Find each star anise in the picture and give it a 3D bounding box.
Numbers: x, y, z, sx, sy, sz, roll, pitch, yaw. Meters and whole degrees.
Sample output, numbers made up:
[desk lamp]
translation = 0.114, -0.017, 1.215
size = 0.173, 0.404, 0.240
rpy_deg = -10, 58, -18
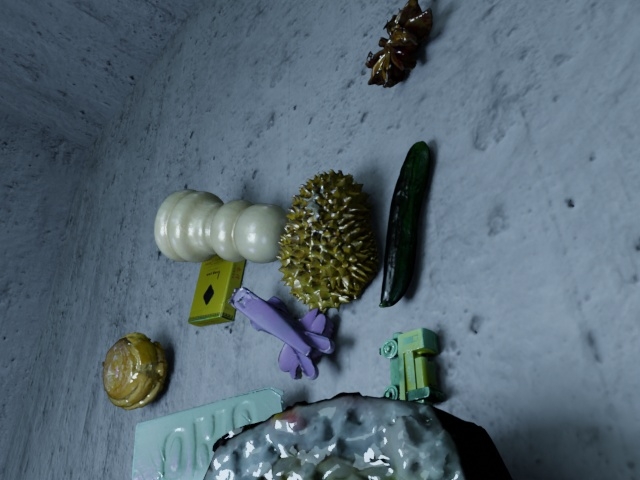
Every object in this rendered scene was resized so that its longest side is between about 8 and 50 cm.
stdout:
[star anise]
translation = 0.155, -0.380, 1.005
size = 0.177, 0.073, 0.234
rpy_deg = -104, 32, -53

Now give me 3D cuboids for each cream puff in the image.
[cream puff]
translation = -0.446, 0.319, 1.363
size = 0.189, 0.129, 0.189
rpy_deg = -19, 60, 38

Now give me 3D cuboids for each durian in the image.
[durian]
translation = 0.003, -0.006, 0.937
size = 0.183, 0.138, 0.250
rpy_deg = -9, 63, 7

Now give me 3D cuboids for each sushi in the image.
[sushi]
translation = 0.068, 0.334, 0.552
size = 0.328, 0.285, 0.328
rpy_deg = -31, 49, 11

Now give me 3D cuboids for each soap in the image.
[soap]
translation = -0.164, 0.338, 0.893
size = 0.261, 0.094, 0.150
rpy_deg = -17, 50, 4

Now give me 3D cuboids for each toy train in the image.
[toy train]
translation = 0.122, 0.176, 0.752
size = 0.081, 0.050, 0.122
rpy_deg = -26, 49, 34

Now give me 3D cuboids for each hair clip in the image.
[hair clip]
translation = -0.054, 0.151, 0.981
size = 0.278, 0.090, 0.137
rpy_deg = 27, 80, 48

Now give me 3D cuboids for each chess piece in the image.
[chess piece]
translation = -0.192, -0.022, 1.167
size = 0.299, 0.167, 0.167
rpy_deg = 6, 74, 36

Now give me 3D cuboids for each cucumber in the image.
[cucumber]
translation = 0.129, -0.028, 0.861
size = 0.056, 0.056, 0.284
rpy_deg = -11, 59, 51

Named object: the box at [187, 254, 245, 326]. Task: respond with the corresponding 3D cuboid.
[box]
translation = -0.230, 0.056, 1.303
size = 0.153, 0.041, 0.279
rpy_deg = -16, 59, 47
